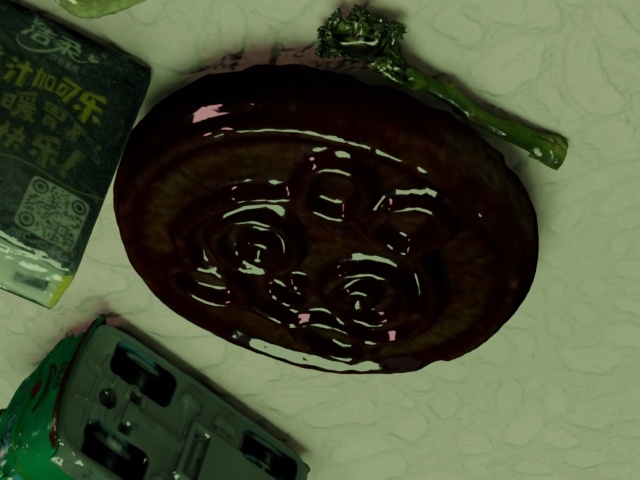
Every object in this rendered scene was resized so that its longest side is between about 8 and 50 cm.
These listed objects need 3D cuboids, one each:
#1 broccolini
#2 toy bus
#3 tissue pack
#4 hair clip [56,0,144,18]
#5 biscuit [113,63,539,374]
[{"bbox_3d":[0.111,-0.138,1.514,0.254,0.071,0.057,23,97,-20],"label":"broccolini"},{"bbox_3d":[-0.197,0.252,1.922,0.343,0.183,0.199,40,139,-25],"label":"toy bus"},{"bbox_3d":[-0.266,-0.087,1.496,0.185,0.257,0.081,26,136,-12],"label":"tissue pack"},{"bbox_3d":[-0.199,-0.326,1.280,0.138,0.091,0.321,-23,112,-17],"label":"hair clip"},{"bbox_3d":[0.000,0.000,1.625,0.407,0.091,0.407,10,143,8],"label":"biscuit"}]
